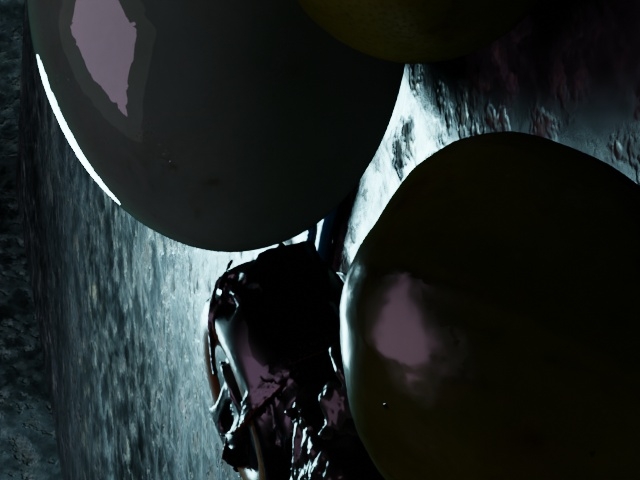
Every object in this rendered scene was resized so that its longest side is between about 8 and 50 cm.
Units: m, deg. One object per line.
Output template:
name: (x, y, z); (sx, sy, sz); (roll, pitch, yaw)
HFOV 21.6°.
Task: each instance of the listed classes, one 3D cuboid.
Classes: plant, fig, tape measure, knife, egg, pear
plant: (0.045, 0.149, 1.111); (0.131, 0.142, 0.203); (-101, 29, -46)
fig: (0.120, 0.055, 0.812); (0.225, 0.203, 0.203); (15, 113, 32)
tape measure: (-0.026, 0.120, 1.360); (0.223, 0.135, 0.202); (99, 152, -52)
knife: (-0.002, 0.000, 1.450); (0.044, 0.026, 0.296); (54, 145, 42)
egg: (-0.074, -0.182, 1.215); (0.276, 0.276, 0.389); (129, 137, -67)
pear: (0.032, -0.185, 0.962); (0.180, 0.216, 0.166); (32, -128, -70)
